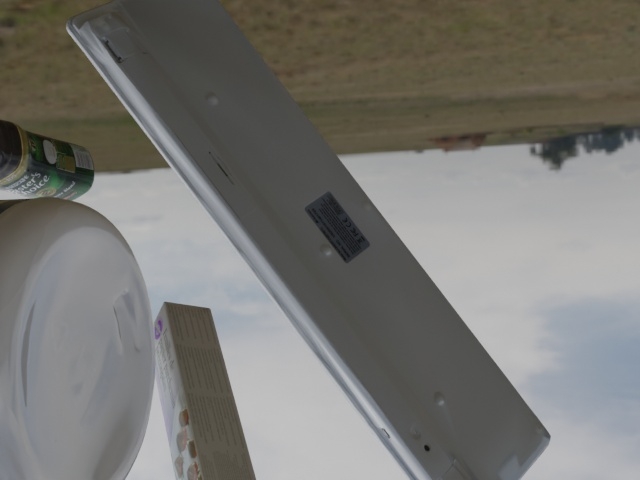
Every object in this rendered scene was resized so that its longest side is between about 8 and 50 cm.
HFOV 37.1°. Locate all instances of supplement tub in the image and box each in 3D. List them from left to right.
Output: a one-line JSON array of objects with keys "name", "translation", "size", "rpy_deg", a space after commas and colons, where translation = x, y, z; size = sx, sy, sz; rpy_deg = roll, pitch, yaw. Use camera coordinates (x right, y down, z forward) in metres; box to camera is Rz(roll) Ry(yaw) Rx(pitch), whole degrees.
[{"name": "supplement tub", "translation": [-0.314, 0.090, 0.710], "size": [0.325, 0.235, 0.235], "rpy_deg": [-2, -174, 15]}]

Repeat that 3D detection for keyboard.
[{"name": "keyboard", "translation": [0.000, 0.000, 0.389], "size": [0.072, 0.256, 0.014], "rpy_deg": [-36, 179, -45]}]

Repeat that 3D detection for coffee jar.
[{"name": "coffee jar", "translation": [-0.398, -0.103, 1.287], "size": [0.096, 0.079, 0.184], "rpy_deg": [-22, 162, 22]}]

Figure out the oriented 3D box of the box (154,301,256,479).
[{"name": "box", "translation": [-0.132, 0.200, 1.061], "size": [0.067, 0.063, 0.324], "rpy_deg": [11, -146, -28]}]
